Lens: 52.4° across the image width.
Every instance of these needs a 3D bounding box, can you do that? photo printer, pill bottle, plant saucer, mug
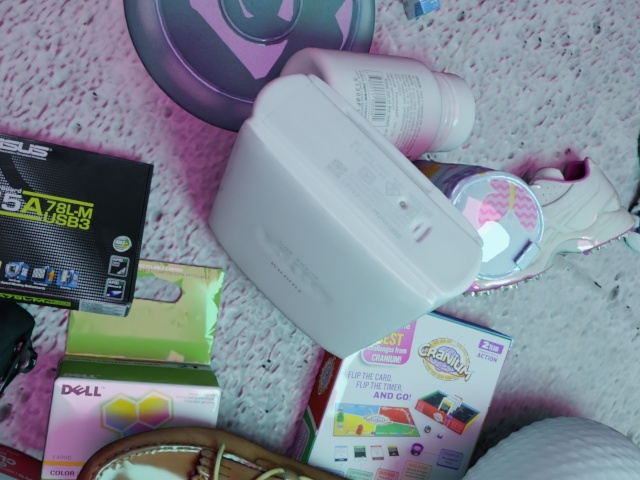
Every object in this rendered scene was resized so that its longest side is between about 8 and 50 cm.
[{"bbox_3d":[0.000,0.000,0.702,0.256,0.307,0.107,45,64,2],"label":"photo printer"},{"bbox_3d":[0.071,-0.157,0.786,0.229,0.131,0.131,-6,99,-35],"label":"pill bottle"},{"bbox_3d":[-0.074,-0.290,0.791,0.318,0.044,0.317,-2,98,-17],"label":"plant saucer"},{"bbox_3d":[0.289,0.415,0.862,0.276,0.328,0.374,42,123,19],"label":"mug"}]

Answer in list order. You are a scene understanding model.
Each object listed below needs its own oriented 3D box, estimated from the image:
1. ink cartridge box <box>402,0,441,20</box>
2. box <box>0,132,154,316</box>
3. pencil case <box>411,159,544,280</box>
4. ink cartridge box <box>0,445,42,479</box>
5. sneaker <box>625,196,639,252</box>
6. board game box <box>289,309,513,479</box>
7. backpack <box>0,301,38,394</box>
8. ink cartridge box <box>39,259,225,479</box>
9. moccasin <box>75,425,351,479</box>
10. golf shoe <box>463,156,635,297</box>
[{"bbox_3d":[0.121,-0.333,0.841,0.028,0.048,0.083,-25,103,-13],"label":"ink cartridge box"},{"bbox_3d":[-0.290,-0.019,0.710,0.191,0.045,0.184,11,62,-17],"label":"box"},{"bbox_3d":[0.151,-0.030,0.774,0.113,0.273,0.124,-35,102,-4],"label":"pencil case"},{"bbox_3d":[-0.373,0.370,0.639,0.131,0.306,0.226,34,86,-18],"label":"ink cartridge box"},{"bbox_3d":[0.537,-0.091,0.969,0.095,0.104,0.236,7,93,-16],"label":"sneaker"},{"bbox_3d":[0.103,0.245,0.897,0.242,0.064,0.316,19,91,-18],"label":"board game box"},{"bbox_3d":[-0.488,0.198,0.619,0.273,0.290,0.355,30,94,-10],"label":"backpack"},{"bbox_3d":[-0.215,0.156,0.773,0.189,0.097,0.255,8,95,-18],"label":"ink cartridge box"},{"bbox_3d":[-0.078,0.307,0.711,0.380,0.147,0.139,31,84,-27],"label":"moccasin"},{"bbox_3d":[0.289,-0.019,0.910,0.306,0.115,0.140,-22,92,-20],"label":"golf shoe"}]
